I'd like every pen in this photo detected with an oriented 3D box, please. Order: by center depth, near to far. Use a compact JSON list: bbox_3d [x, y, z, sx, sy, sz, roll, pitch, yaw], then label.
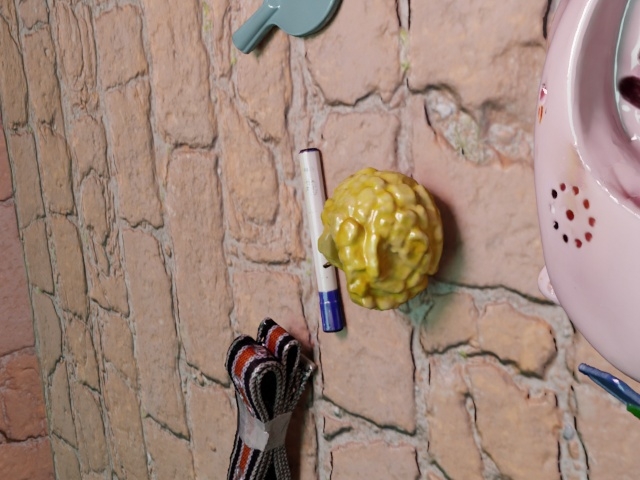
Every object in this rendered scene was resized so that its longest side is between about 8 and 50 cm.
[{"bbox_3d":[0.000,0.000,1.088,0.033,0.033,0.269,-2,99,51],"label":"pen"}]

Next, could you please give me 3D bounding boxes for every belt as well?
[{"bbox_3d":[-0.094,0.301,1.215,0.094,0.126,0.359,33,125,43],"label":"belt"}]

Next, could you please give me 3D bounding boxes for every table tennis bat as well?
[{"bbox_3d":[-0.051,-0.343,1.056,0.244,0.040,0.153,-33,73,46],"label":"table tennis bat"}]

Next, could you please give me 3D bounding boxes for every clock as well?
[{"bbox_3d":[0.303,-0.052,0.526,0.368,0.250,0.377,37,127,37],"label":"clock"}]

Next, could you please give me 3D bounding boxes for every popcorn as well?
[{"bbox_3d":[0.070,-0.002,0.923,0.170,0.180,0.180,-7,95,23],"label":"popcorn"}]

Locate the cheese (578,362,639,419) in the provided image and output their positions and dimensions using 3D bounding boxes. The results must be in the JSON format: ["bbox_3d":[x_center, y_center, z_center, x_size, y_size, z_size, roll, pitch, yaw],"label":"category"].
[{"bbox_3d":[0.342,0.201,0.586,0.320,0.204,0.083,36,90,4],"label":"cheese"}]
